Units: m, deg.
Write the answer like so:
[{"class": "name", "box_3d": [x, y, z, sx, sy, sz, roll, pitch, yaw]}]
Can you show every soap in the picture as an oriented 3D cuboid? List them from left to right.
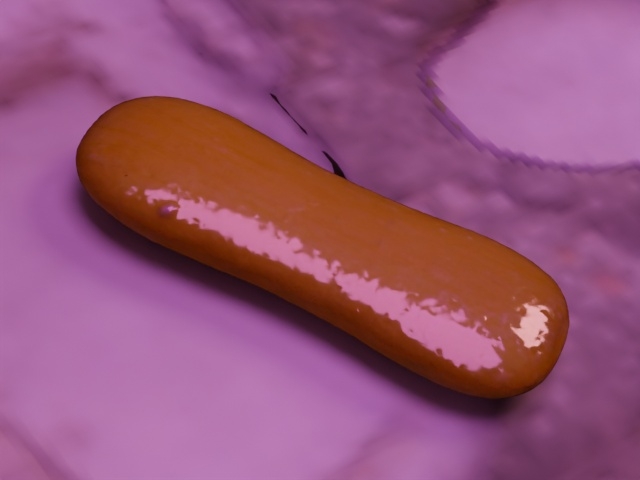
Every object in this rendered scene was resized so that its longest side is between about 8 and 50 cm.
[{"class": "soap", "box_3d": [0.000, 0.000, 0.328, 0.089, 0.012, 0.034, 27, 46, 11]}]
